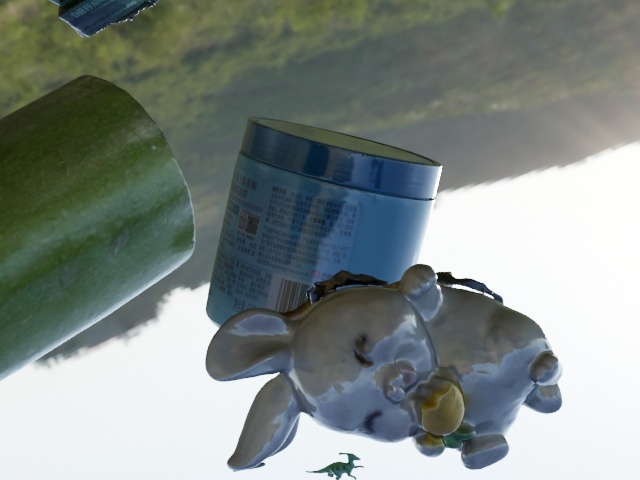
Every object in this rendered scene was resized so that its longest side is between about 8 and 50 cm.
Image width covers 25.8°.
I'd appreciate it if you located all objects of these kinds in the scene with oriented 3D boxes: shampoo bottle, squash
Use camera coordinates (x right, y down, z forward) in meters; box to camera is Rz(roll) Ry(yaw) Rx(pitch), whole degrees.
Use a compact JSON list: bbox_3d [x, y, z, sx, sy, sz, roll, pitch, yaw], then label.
[{"bbox_3d":[0.000,0.000,2.297,0.331,0.343,0.331,14,-172,-2],"label":"shampoo bottle"},{"bbox_3d":[-0.364,0.011,1.571,0.384,0.263,0.263,-34,-170,-29],"label":"squash"}]

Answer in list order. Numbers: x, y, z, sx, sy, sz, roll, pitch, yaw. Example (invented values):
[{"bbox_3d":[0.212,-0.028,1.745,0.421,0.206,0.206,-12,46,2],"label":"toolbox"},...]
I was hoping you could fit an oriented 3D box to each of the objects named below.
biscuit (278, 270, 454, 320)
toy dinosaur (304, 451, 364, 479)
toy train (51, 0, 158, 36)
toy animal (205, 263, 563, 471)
[{"bbox_3d":[0.048,0.079,1.692,0.260,0.041,0.203,-18,167,31],"label":"biscuit"},{"bbox_3d":[0.021,0.322,1.991,0.083,0.062,0.021,8,-138,0],"label":"toy dinosaur"},{"bbox_3d":[-0.303,-0.425,2.034,0.330,0.139,0.178,-23,146,39],"label":"toy train"},{"bbox_3d":[0.062,0.123,1.301,0.325,0.209,0.154,-10,-146,-2],"label":"toy animal"}]
